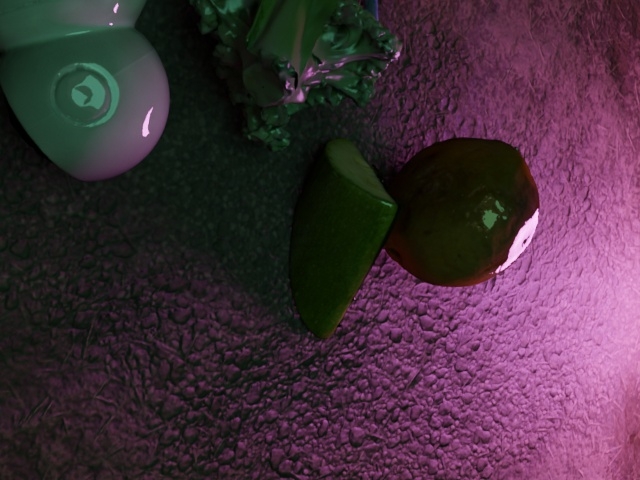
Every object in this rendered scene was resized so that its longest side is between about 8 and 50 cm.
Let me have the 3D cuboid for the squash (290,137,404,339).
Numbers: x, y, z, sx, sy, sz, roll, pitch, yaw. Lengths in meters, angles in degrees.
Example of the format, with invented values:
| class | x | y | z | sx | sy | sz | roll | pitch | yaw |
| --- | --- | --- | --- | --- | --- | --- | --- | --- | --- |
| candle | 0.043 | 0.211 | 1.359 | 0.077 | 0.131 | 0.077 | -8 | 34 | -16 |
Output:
| class | x | y | z | sx | sy | sz | roll | pitch | yaw |
| --- | --- | --- | --- | --- | --- | --- | --- | --- | --- |
| squash | 0.000 | 0.000 | 1.191 | 0.093 | 0.169 | 0.252 | 7 | 125 | -31 |

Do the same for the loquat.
| class | x | y | z | sx | sy | sz | roll | pitch | yaw |
| --- | --- | --- | --- | --- | --- | --- | --- | --- | --- |
| loquat | 0.199 | -0.043 | 1.196 | 0.238 | 0.238 | 0.193 | -38 | 118 | -24 |

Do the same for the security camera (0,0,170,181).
| class | x | y | z | sx | sy | sz | roll | pitch | yaw |
| --- | --- | --- | --- | --- | --- | --- | --- | --- | --- |
| security camera | -0.257 | -0.183 | 0.900 | 0.195 | 0.195 | 0.236 | -22 | 107 | -30 |

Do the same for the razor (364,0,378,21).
| class | x | y | z | sx | sy | sz | roll | pitch | yaw |
| --- | --- | --- | --- | --- | --- | --- | --- | --- | --- |
| razor | 0.073 | -0.315 | 1.190 | 0.040 | 0.068 | 0.135 | 0 | 83 | -36 |

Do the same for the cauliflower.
| class | x | y | z | sx | sy | sz | roll | pitch | yaw |
| --- | --- | --- | --- | --- | --- | --- | --- | --- | --- |
| cauliflower | -0.045 | -0.227 | 0.993 | 0.256 | 0.239 | 0.315 | 53 | 24 | -24 |
